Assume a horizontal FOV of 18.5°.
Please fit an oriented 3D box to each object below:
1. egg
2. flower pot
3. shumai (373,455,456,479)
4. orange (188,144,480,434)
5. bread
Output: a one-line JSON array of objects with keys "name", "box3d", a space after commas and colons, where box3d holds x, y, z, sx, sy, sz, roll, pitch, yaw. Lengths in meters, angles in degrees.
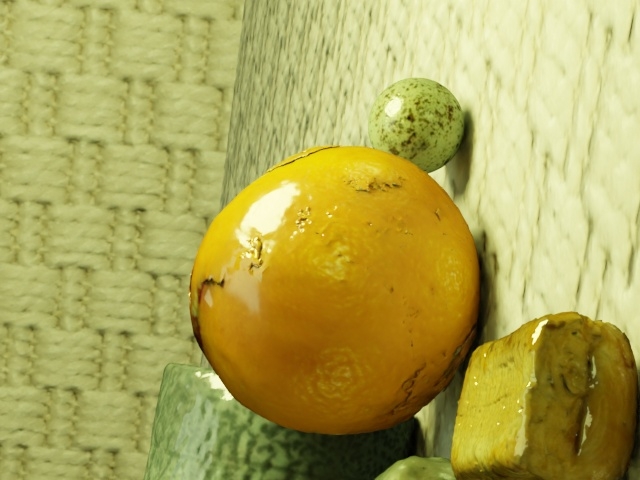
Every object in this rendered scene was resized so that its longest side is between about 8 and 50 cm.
[{"name": "egg", "box3d": [0.083, -0.099, 1.723, 0.110, 0.085, 0.085, 131, 142, -78]}, {"name": "flower pot", "box3d": [-0.063, 0.270, 1.831, 0.299, 0.299, 0.282, 156, 124, -80]}, {"name": "shumai", "box3d": [0.022, 0.293, 1.519, 0.225, 0.222, 0.260, -127, 46, -80]}, {"name": "orange", "box3d": [0.012, 0.040, 1.634, 0.246, 0.246, 0.246, -176, 90, -81]}, {"name": "bread", "box3d": [0.142, 0.112, 1.267, 0.211, 0.083, 0.113, 142, 137, -78]}]
